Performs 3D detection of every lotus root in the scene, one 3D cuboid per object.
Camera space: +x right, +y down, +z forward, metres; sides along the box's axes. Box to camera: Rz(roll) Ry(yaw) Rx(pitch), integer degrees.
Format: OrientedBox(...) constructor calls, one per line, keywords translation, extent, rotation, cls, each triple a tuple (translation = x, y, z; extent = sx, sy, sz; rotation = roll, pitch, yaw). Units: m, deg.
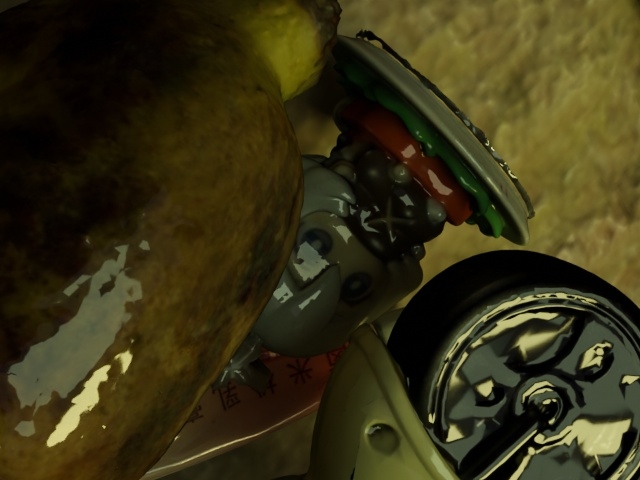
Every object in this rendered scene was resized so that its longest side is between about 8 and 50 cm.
OrientedBox(translation=(-0.106, 0.003, 0.470), extent=(0.314, 0.169, 0.141), rotation=(-52, 153, -13), cls="lotus root")

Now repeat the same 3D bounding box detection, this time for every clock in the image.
OrientedBox(translation=(0.031, 0.212, 0.496), extent=(0.276, 0.120, 0.379), rotation=(-17, 101, -9), cls="clock")

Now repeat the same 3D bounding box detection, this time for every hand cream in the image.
OrientedBox(translation=(-0.044, 0.073, 0.605), extent=(0.216, 0.038, 0.052), rotation=(-20, 85, -19), cls="hand cream")

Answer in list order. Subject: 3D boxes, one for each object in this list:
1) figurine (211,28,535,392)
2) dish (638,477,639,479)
OrientedBox(translation=(0.000, 0.000, 0.563), extent=(0.154, 0.132, 0.132), rotation=(-43, 120, -1), cls="figurine")
OrientedBox(translation=(0.232, 0.251, 0.778), extent=(0.224, 0.078, 0.246), rotation=(1, 103, -31), cls="dish")
